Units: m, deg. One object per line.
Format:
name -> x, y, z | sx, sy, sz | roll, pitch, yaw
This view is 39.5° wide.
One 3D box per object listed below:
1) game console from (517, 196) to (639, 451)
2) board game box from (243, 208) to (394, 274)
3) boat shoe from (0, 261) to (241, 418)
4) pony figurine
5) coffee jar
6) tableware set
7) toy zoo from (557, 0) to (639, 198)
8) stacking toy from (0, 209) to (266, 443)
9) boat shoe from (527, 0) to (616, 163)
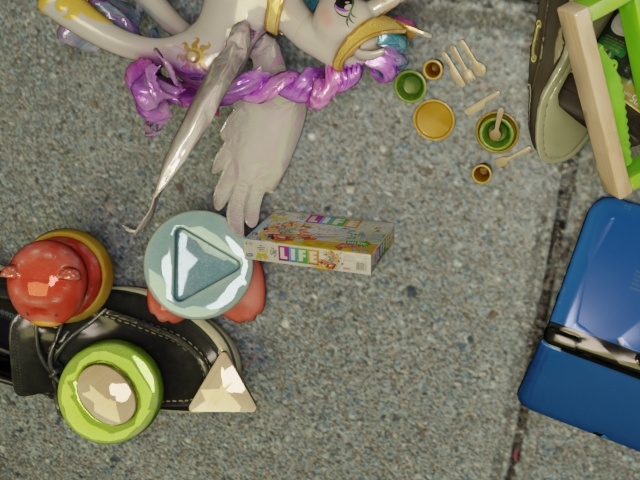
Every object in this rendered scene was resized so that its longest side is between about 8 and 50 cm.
game console -> 0.399, 0.121, 0.996 | 0.293, 0.173, 0.250 | 20, 86, 11
board game box -> 0.000, 0.000, 1.051 | 0.154, 0.103, 0.026 | 7, 113, 17
boat shoe -> -0.351, 0.144, 1.215 | 0.500, 0.156, 0.187 | 14, 114, 13
pony figurine -> -0.108, -0.196, 0.932 | 0.363, 0.303, 0.351 | 37, 105, 10
coffee jar -> 0.308, -0.182, 0.838 | 0.096, 0.079, 0.184 | 21, 107, -37
tableware set -> 0.153, -0.134, 0.983 | 0.104, 0.024, 0.154 | -29, 100, 28
toy zoo -> 0.361, -0.185, 0.790 | 0.293, 0.030, 0.192 | -28, 122, -6
stacking toy -> -0.216, 0.106, 1.072 | 0.309, 0.130, 0.280 | -10, 89, -2
boat shoe -> 0.251, -0.191, 0.900 | 0.081, 0.069, 0.228 | -5, 121, -22
